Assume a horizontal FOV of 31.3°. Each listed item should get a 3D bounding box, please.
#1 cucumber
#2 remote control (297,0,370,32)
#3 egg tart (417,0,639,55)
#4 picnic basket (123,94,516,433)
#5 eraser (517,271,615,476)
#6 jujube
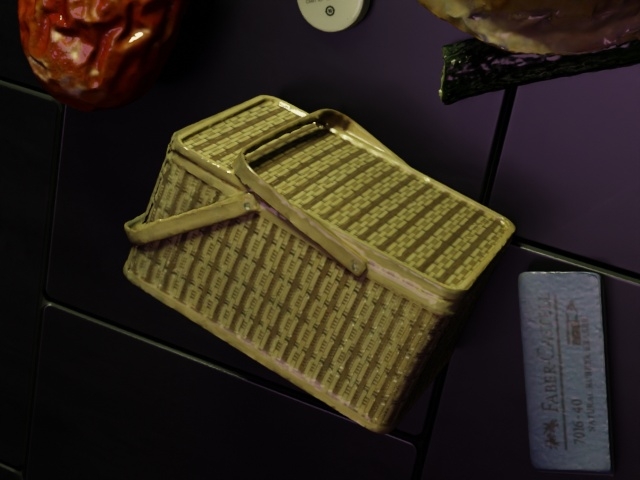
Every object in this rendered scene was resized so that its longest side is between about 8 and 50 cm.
[{"bbox_3d":[0.208,-0.169,1.041,0.214,0.052,0.058,-7,122,25],"label":"cucumber"},{"bbox_3d":[-0.001,-0.325,1.107,0.077,0.022,0.245,-2,104,27],"label":"remote control"},{"bbox_3d":[0.198,-0.320,0.907,0.351,0.150,0.352,0,99,0],"label":"egg tart"},{"bbox_3d":[0.000,0.000,1.084,0.312,0.228,0.175,30,117,13],"label":"picnic basket"},{"bbox_3d":[0.242,0.134,1.122,0.082,0.036,0.225,0,104,23],"label":"eraser"},{"bbox_3d":[-0.211,-0.253,1.139,0.174,0.174,0.250,30,118,14],"label":"jujube"}]
